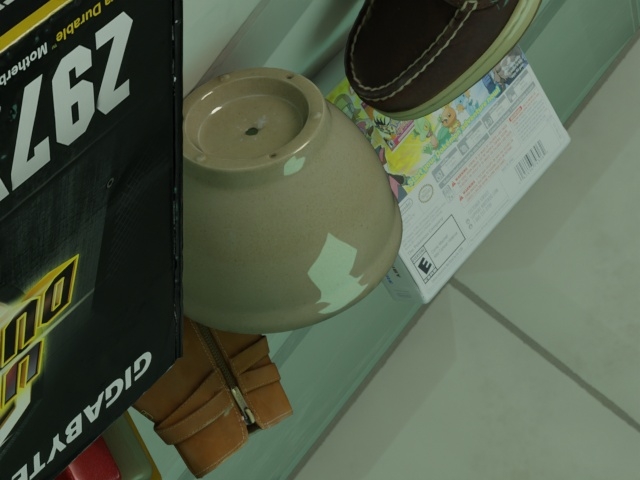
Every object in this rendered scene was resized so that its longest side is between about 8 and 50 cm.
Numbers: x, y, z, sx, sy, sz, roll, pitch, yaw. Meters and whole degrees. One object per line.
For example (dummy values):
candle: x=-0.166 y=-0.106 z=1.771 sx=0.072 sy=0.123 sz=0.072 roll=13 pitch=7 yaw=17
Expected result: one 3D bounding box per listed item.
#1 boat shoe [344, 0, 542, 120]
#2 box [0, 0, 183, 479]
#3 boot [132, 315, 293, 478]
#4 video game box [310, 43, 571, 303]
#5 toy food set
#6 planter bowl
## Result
boat shoe: x=0.100 y=-0.224 z=1.297 sx=0.123 sy=0.123 sz=0.342 roll=5 pitch=134 yaw=-43
box: x=-0.177 y=0.037 z=0.775 sx=0.322 sy=0.079 sz=0.257 roll=-44 pitch=149 yaw=-39
boot: x=-0.060 y=0.053 z=1.321 sx=0.197 sy=0.152 sz=0.073 roll=-37 pitch=-179 yaw=-26
video game box: x=0.084 y=-0.087 z=1.510 sx=0.048 sy=0.187 sz=0.205 roll=6 pitch=-136 yaw=49
toy food set: x=-0.205 y=0.147 z=1.331 sx=0.232 sy=0.104 sz=0.111 roll=-18 pitch=164 yaw=-41
planter bowl: x=-0.037 y=-0.037 z=1.219 sx=0.162 sy=0.162 sz=0.109 roll=-46 pitch=142 yaw=-31
